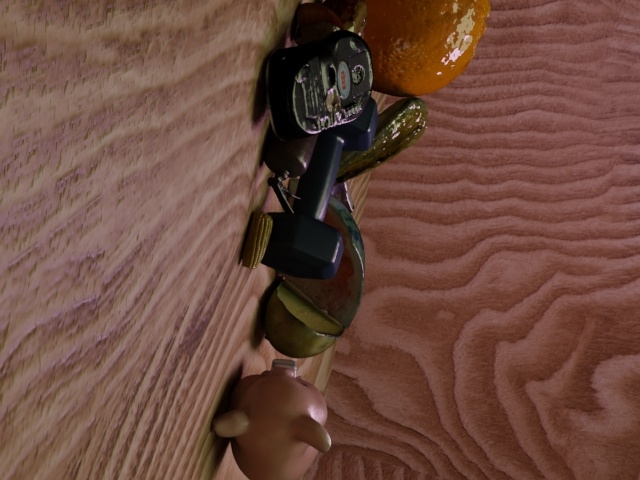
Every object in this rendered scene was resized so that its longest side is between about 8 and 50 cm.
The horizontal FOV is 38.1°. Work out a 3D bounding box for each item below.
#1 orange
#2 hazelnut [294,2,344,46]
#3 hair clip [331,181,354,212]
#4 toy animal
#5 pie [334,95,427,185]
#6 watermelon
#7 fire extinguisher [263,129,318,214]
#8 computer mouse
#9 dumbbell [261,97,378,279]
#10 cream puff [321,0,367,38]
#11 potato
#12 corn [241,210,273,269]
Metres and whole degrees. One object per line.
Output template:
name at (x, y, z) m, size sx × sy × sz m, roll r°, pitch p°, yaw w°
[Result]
orange at (0.197, -0.461, 1.908) m, size 0.340 × 0.293 × 0.341 m, roll 13°, pitch 90°, yaw -82°
hazelnut at (-0.004, -0.328, 1.432) m, size 0.086 × 0.086 × 0.087 m, roll 13°, pitch 90°, yaw -84°
hair clip at (0.039, -0.168, 2.134) m, size 0.106 × 0.084 × 0.292 m, roll -64°, pitch 161°, yaw -44°
toy animal at (-0.071, 0.319, 1.642) m, size 0.256 × 0.194 × 0.213 m, roll 91°, pitch 6°, yaw -51°
pie at (0.105, -0.195, 1.953) m, size 0.323 × 0.071 × 0.323 m, roll -35°, pitch 175°, yaw -4°
watermelon at (0.000, 0.000, 1.813) m, size 0.175 × 0.256 × 0.260 m, roll -9°, pitch 132°, yaw -35°
fire extinguisher at (-0.031, -0.174, 1.451) m, size 0.089 × 0.072 × 0.268 m, roll 46°, pitch 50°, yaw -44°
computer mouse at (-0.012, -0.229, 1.357) m, size 0.233 × 0.096 × 0.137 m, roll -28°, pitch 115°, yaw -47°
dumbbell at (-0.006, -0.101, 1.548) m, size 0.144 × 0.159 × 0.325 m, roll -24°, pitch -132°, yaw 62°
cream puff at (0.027, -0.356, 1.592) m, size 0.149 × 0.084 × 0.149 m, roll 15°, pitch 90°, yaw -80°
potato at (-0.047, 0.168, 1.821) m, size 0.111 × 0.160 × 0.272 m, roll -50°, pitch 180°, yaw 9°
corn at (-0.098, 0.000, 1.433) m, size 0.037 × 0.037 × 0.092 m, roll 67°, pitch 40°, yaw -79°
